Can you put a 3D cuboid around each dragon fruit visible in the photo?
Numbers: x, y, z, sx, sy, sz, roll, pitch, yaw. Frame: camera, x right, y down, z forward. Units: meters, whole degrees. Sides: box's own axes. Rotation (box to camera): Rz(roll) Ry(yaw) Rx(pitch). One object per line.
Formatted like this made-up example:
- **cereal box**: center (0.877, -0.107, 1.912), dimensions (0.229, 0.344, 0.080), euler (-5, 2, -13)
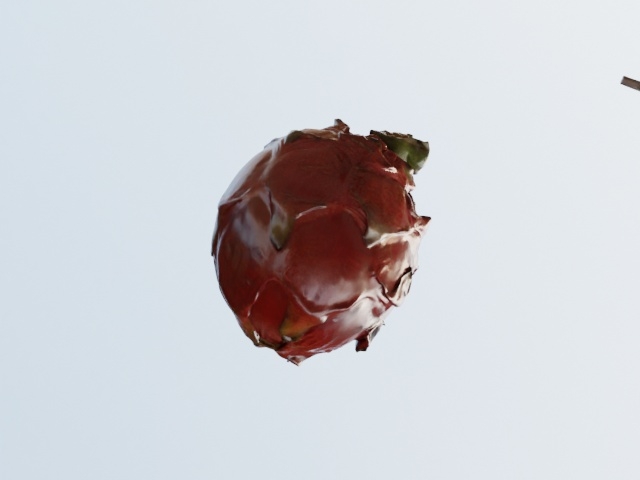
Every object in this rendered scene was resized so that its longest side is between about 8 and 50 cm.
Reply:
- **dragon fruit**: center (0.000, 0.000, 1.513), dimensions (0.172, 0.209, 0.172), euler (24, -173, -3)

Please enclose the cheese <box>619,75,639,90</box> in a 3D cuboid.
- **cheese**: center (0.323, -0.104, 1.593), dimensions (0.192, 0.037, 0.097), euler (15, -172, -34)
